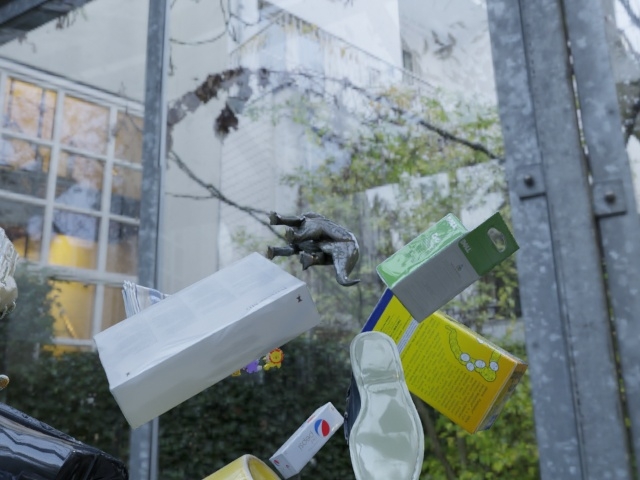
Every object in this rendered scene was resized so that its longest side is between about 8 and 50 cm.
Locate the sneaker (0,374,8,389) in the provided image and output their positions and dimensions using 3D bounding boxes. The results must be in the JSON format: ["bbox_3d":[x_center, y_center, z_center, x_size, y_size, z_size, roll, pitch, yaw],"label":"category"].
[{"bbox_3d":[-0.586,0.253,1.224,0.083,0.032,0.037,-25,22,2],"label":"sneaker"}]

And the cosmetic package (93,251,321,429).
[{"bbox_3d":[-0.224,0.170,1.320,0.377,0.097,0.284,-28,18,-16],"label":"cosmetic package"}]

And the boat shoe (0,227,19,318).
[{"bbox_3d":[-0.548,0.086,1.134,0.113,0.302,0.103,-28,-46,15],"label":"boat shoe"}]

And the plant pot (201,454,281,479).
[{"bbox_3d":[-0.152,0.473,1.073,0.239,0.254,0.254,-41,-20,-2],"label":"plant pot"}]

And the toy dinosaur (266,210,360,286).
[{"bbox_3d":[0.000,0.000,1.314,0.160,0.121,0.313,-9,13,-33],"label":"toy dinosaur"}]

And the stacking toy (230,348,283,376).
[{"bbox_3d":[-0.219,0.310,1.713,0.221,0.052,0.167,-7,-10,-25],"label":"stacking toy"}]

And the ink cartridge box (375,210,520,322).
[{"bbox_3d":[0.207,0.030,1.134,0.209,0.062,0.109,-37,-51,5],"label":"ink cartridge box"}]

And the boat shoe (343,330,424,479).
[{"bbox_3d":[0.102,0.326,1.227,0.127,0.340,0.113,-6,-45,-5],"label":"boat shoe"}]

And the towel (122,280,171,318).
[{"bbox_3d":[-0.402,0.224,1.811,0.034,0.209,0.285,-24,-24,16],"label":"towel"}]

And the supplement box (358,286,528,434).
[{"bbox_3d":[0.292,0.286,1.703,0.357,0.195,0.194,32,3,26],"label":"supplement box"}]

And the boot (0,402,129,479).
[{"bbox_3d":[-0.414,0.203,0.784,0.445,0.146,0.367,16,-10,9],"label":"boot"}]

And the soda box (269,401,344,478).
[{"bbox_3d":[-0.032,0.525,1.838,0.216,0.069,0.074,-38,-4,-43],"label":"soda box"}]
